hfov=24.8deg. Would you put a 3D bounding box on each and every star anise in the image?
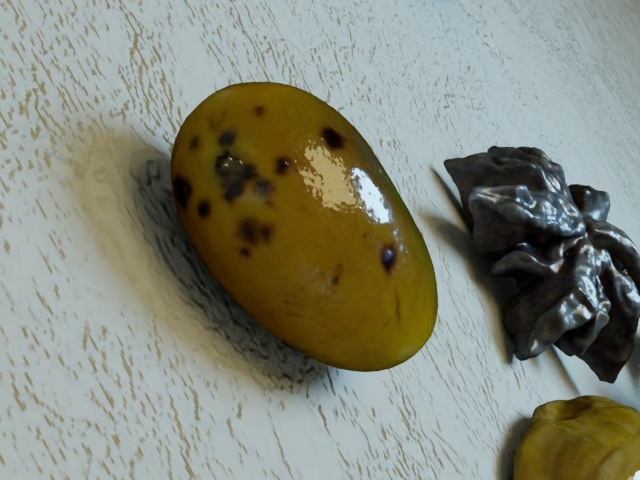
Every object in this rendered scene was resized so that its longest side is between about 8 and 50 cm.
[{"bbox_3d":[0.176,0.019,1.025,0.231,0.089,0.209,38,36,-20],"label":"star anise"}]

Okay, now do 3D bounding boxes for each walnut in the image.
[{"bbox_3d":[0.192,0.168,0.876,0.167,0.087,0.211,64,22,-1],"label":"walnut"}]

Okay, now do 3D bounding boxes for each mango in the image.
[{"bbox_3d":[0.000,0.001,0.674,0.178,0.090,0.115,53,14,-38],"label":"mango"}]
